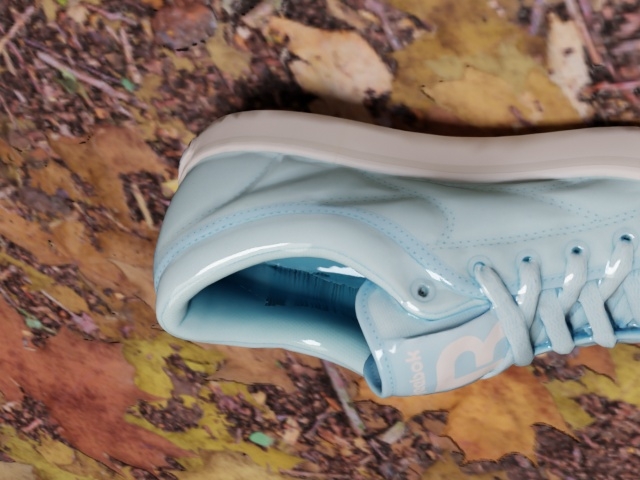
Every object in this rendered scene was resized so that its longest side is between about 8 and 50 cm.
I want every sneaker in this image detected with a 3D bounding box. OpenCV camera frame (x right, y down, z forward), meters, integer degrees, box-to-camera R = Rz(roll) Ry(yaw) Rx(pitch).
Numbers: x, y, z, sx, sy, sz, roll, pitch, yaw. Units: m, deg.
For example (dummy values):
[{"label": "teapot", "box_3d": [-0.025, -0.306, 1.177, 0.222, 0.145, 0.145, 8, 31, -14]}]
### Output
[{"label": "sneaker", "box_3d": [0.086, 0.030, 0.759, 0.366, 0.150, 0.135, 4, 139, 16]}]
